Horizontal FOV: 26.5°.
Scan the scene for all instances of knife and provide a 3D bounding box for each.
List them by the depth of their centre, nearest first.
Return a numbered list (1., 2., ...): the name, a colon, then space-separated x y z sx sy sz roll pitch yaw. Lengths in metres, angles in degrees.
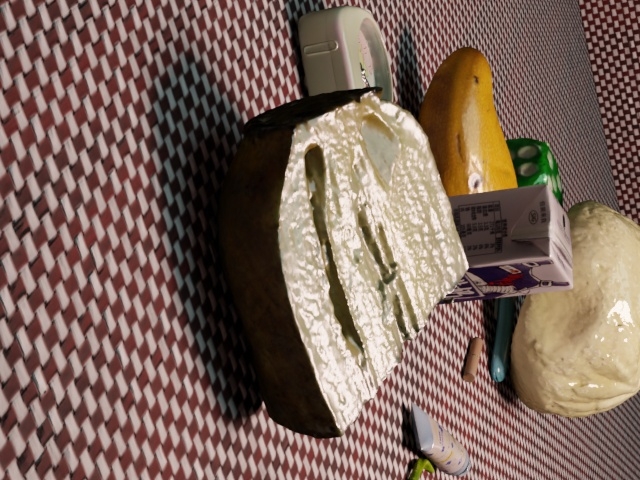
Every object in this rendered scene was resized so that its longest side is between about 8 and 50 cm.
1. knife: 0.291 0.130 2.185 0.064 0.031 0.222 66 29 -47

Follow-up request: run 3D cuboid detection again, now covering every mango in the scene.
1. mango: 0.195 -0.115 1.887 0.177 0.120 0.295 -29 108 -61

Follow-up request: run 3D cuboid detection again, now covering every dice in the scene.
1. dice: 0.313 -0.083 2.179 0.120 0.128 0.131 62 29 -42

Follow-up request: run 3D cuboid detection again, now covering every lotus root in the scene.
1. lotus root: -0.010 -0.004 1.248 0.267 0.149 0.260 -49 127 -41

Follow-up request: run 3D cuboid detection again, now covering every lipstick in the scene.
1. lipstick: 0.224 0.174 1.996 0.094 0.019 0.019 -65 142 -56

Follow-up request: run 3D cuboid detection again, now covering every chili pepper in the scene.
1. chili pepper: 0.122 0.285 1.679 0.083 0.017 0.030 -28 117 -67

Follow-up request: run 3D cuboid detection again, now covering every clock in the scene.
1. clock: 0.036 -0.190 1.554 0.191 0.062 0.151 -29 109 -70

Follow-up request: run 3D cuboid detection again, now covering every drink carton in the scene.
1. drink carton: 0.189 0.008 1.661 0.134 0.222 0.102 44 42 -60

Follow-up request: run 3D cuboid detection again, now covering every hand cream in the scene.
1. hand cream: 0.151 0.261 1.726 0.171 0.043 0.065 49 24 -55

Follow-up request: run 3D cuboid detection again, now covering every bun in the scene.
1. bun: 0.444 0.118 2.189 0.352 0.227 0.349 -51 158 -58
